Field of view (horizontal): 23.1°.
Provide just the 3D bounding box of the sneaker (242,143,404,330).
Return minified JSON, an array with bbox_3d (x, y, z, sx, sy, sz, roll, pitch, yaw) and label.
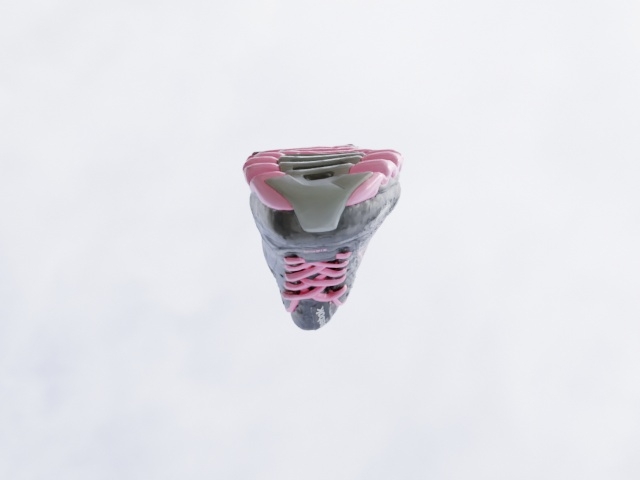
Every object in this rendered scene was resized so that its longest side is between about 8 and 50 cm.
[{"bbox_3d":[0.000,0.000,0.466,0.047,0.119,0.057,0,-86,-1],"label":"sneaker"}]
